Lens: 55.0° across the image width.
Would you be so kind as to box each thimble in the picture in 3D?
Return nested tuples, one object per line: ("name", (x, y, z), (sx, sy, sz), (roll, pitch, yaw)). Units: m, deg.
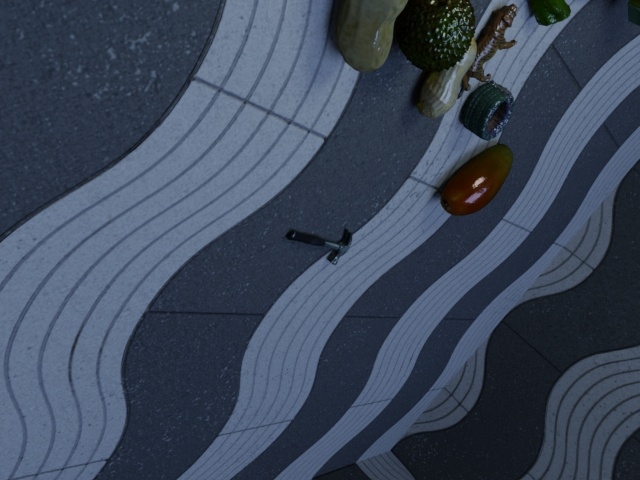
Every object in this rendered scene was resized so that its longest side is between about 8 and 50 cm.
("thimble", (0.434, -0.336, 1.601), (0.118, 0.090, 0.135), (-30, 147, -25))

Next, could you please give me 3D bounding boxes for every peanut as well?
("peanut", (0.090, -0.406, 1.063), (0.124, 0.123, 0.256), (-27, 143, -29))
("peanut", (0.283, -0.368, 1.381), (0.087, 0.087, 0.206), (-13, 137, -43))

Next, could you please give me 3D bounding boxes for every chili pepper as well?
("chili pepper", (0.475, -0.590, 1.369), (0.359, 0.085, 0.076), (21, 72, -53))

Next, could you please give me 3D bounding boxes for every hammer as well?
("hammer", (0.000, 0.000, 1.544), (0.103, 0.029, 0.246), (-52, 148, 13))

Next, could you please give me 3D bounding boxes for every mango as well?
("mango", (0.470, -0.183, 1.804), (0.289, 0.129, 0.146), (-49, 149, -11))

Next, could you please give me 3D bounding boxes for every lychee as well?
("lychee", (0.225, -0.404, 1.198), (0.171, 0.171, 0.171), (-31, 147, -23))

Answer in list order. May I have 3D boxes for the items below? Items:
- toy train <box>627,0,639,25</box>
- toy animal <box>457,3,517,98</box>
("toy train", (0.898, -0.735, 1.579), (0.253, 0.160, 0.397), (-61, 149, 1))
("toy animal", (0.388, -0.444, 1.457), (0.099, 0.057, 0.241), (16, 117, -49))
